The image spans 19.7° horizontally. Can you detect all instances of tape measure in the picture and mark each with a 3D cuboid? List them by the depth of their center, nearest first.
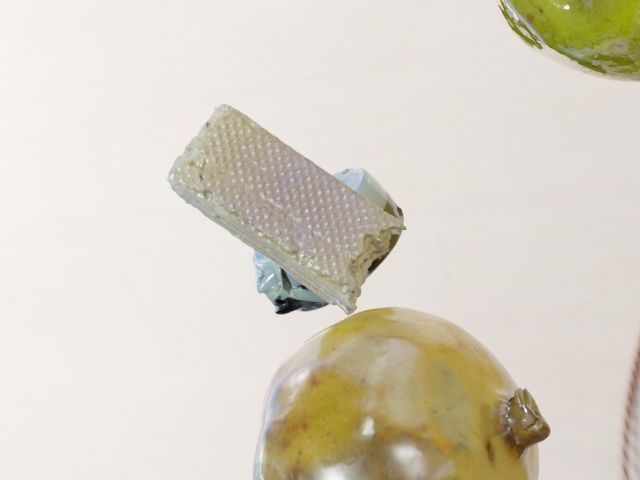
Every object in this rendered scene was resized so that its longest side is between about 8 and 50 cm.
[{"bbox_3d":[0.004,-0.003,2.102,0.107,0.181,0.182,48,-170,-17],"label":"tape measure"}]

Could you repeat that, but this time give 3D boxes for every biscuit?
[{"bbox_3d":[-0.037,-0.032,1.890,0.239,0.108,0.062,35,162,3],"label":"biscuit"}]

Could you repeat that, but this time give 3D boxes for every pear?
[{"bbox_3d":[0.200,-0.194,1.193,0.198,0.198,0.198,26,122,50],"label":"pear"}]

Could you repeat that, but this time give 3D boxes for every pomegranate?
[{"bbox_3d":[0.069,0.214,1.820,0.307,0.307,0.307,26,122,50],"label":"pomegranate"}]
